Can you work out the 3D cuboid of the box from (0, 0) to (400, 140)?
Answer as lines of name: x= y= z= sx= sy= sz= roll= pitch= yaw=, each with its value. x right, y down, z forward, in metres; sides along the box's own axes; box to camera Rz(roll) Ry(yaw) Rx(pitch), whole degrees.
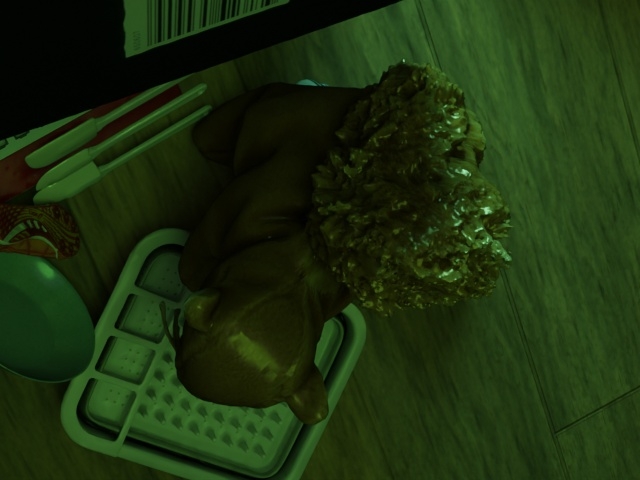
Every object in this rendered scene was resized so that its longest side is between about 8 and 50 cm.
box: x=-0.181 y=-0.414 z=1.098 sx=0.480 sy=0.297 sz=0.472 roll=-21 pitch=73 yaw=-15

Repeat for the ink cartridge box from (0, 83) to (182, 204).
ink cartridge box: x=-0.301 y=-0.196 z=1.294 sx=0.309 sy=0.130 sz=0.272 roll=-33 pitch=114 yaw=-19

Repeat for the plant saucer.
plant saucer: x=-0.340 y=0.085 z=1.342 sx=0.195 sy=0.195 sz=0.037 roll=37 pitch=118 yaw=-25

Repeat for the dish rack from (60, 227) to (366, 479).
dish rack: x=-0.133 y=0.153 z=1.501 sx=0.333 sy=0.072 sz=0.285 roll=24 pitch=93 yaw=-25

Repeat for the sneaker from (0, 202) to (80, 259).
sneaker: x=-0.337 y=-0.012 z=1.362 sx=0.175 sy=0.067 sz=0.064 roll=18 pitch=66 yaw=-60

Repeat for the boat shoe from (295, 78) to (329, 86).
boat shoe: x=0.082 y=-0.106 z=1.501 sx=0.301 sy=0.108 sz=0.102 roll=45 pitch=79 yaw=-23

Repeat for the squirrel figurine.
squirrel figurine: x=0.000 y=0.000 z=1.263 sx=0.281 sy=0.397 sz=0.370 roll=50 pitch=40 yaw=-18

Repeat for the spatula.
spatula: x=-0.221 y=-0.121 z=1.362 sx=0.242 sy=0.168 sz=0.019 roll=-34 pitch=75 yaw=-18
